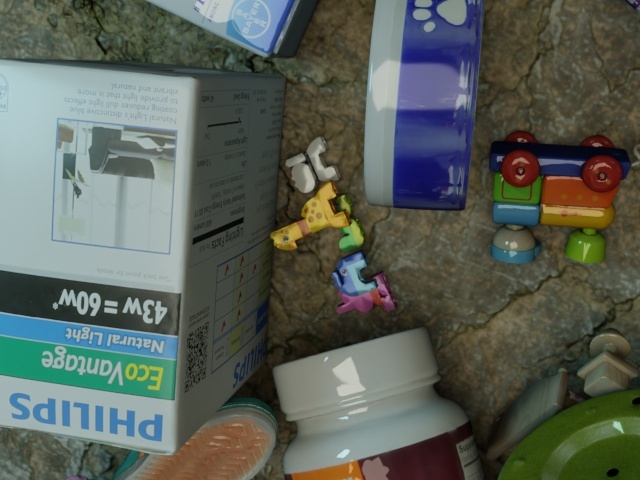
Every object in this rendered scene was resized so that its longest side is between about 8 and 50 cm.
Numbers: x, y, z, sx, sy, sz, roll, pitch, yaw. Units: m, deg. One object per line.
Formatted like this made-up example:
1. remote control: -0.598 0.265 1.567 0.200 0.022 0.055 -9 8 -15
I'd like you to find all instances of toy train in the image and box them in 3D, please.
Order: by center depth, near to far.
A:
1. toy train: 0.312 -0.038 1.168 0.248 0.105 0.143 5 111 9

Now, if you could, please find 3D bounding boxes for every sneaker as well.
1. sneaker: -0.156 0.243 1.248 0.108 0.121 0.302 41 127 -19

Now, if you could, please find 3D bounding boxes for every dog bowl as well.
1. dog bowl: 0.111 -0.163 1.092 0.104 0.265 0.265 5 101 7

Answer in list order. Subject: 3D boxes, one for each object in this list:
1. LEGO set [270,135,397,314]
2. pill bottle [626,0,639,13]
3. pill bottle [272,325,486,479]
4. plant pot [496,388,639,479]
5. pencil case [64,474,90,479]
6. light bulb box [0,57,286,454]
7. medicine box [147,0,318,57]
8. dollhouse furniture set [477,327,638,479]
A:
1. LEGO set: 0.000 0.000 1.233 0.093 0.087 0.227 -23 94 13
2. pill bottle: 0.388 -0.273 1.102 0.193 0.108 0.108 43 104 1
3. pill bottle: 0.084 0.309 1.177 0.224 0.224 0.392 -17 83 13
4. plant pot: 0.346 0.352 1.036 0.366 0.366 0.353 -23 109 13
5. pencil case: -0.192 0.442 1.238 0.386 0.167 0.160 39 72 -17
6. light bulb box: -0.192 -0.008 1.127 0.225 0.358 0.361 7 100 11
7. medicine box: -0.116 -0.380 1.154 0.289 0.149 0.263 26 103 4
8. dollhouse furniture set: 0.387 0.219 1.228 0.303 0.174 0.355 32 134 -9
